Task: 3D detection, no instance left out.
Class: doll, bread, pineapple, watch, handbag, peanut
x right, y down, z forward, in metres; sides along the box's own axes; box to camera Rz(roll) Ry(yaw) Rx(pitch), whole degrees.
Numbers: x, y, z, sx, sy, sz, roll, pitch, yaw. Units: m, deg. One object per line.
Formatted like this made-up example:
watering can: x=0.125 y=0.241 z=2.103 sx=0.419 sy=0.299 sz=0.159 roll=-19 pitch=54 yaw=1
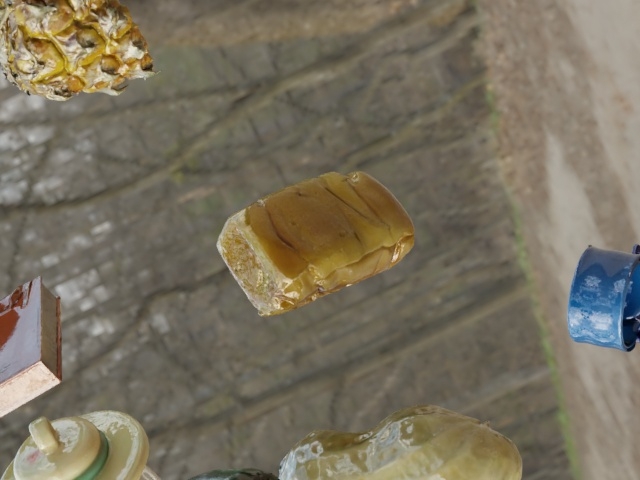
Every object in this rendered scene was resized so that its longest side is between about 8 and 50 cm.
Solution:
doll: x=-0.176 y=0.257 z=1.259 sx=0.208 sy=0.144 sz=0.271 roll=61 pitch=174 yaw=13
bread: x=0.000 y=0.000 z=2.187 sx=0.167 sy=0.294 sz=0.132 roll=47 pitch=134 yaw=22
pineapple: x=-0.367 y=-0.293 z=1.958 sx=0.334 sy=0.158 sz=0.161 roll=44 pitch=157 yaw=-15
watch: x=0.502 y=0.091 z=2.514 sx=0.200 sy=0.171 sz=0.196 roll=16 pitch=-105 yaw=-61
handbag: x=-0.400 y=0.140 z=1.935 sx=0.063 sy=0.127 sz=0.190 roll=53 pitch=-167 yaw=-32
peanut: x=0.103 y=0.321 z=1.996 sx=0.158 sy=0.340 sz=0.174 roll=-51 pitch=-60 yaw=-72

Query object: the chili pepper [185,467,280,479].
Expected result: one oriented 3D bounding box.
chili pepper: x=-0.098 y=0.374 z=1.900 sx=0.174 sy=0.261 sz=0.165 roll=-15 pitch=-86 yaw=-51
